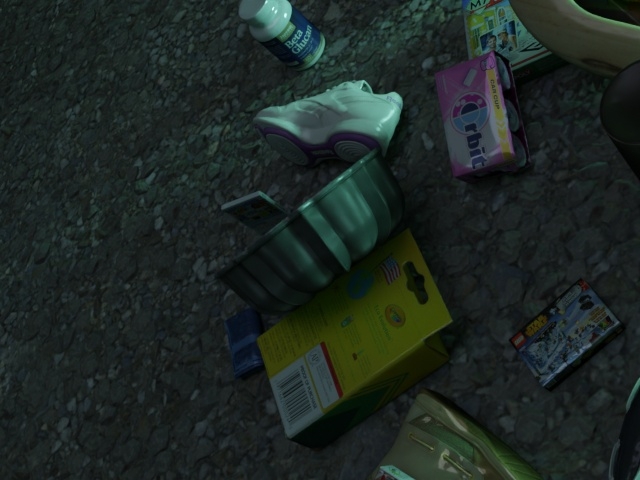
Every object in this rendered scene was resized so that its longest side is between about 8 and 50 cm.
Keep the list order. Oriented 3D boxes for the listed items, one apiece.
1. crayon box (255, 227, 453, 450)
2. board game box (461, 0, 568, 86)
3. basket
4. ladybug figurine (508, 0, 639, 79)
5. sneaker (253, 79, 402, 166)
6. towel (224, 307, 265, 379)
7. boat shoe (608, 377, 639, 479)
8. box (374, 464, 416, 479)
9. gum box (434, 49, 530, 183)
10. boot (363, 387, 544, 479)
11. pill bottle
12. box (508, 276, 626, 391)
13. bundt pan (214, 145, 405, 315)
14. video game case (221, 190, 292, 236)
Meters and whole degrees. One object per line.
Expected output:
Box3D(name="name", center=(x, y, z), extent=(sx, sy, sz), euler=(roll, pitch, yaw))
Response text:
Box3D(name="crayon box", center=(0.063, 0.153, 1.633), extent=(0.318, 0.081, 0.202), euler=(-37, 47, 19))
Box3D(name="board game box", center=(0.382, -0.377, 1.698), extent=(0.317, 0.046, 0.213), euler=(-22, 55, 30))
Box3D(name="basket", center=(0.462, -0.125, 1.356), extent=(0.154, 0.227, 0.204), euler=(-37, 48, 18))
Box3D(name="ladybug figurine", center=(0.465, -0.349, 1.475), extent=(0.449, 0.162, 0.305), euler=(25, 86, 27))
Box3D(name="sneaker", center=(0.017, -0.211, 1.883), extent=(0.305, 0.114, 0.152), euler=(9, 58, 38))
Box3D(name="towel", center=(-0.128, 0.175, 1.817), extent=(0.067, 0.029, 0.119), euler=(-31, 49, 22))
Box3D(name="boat shoe", center=(0.403, 0.290, 1.268), extent=(0.114, 0.091, 0.302), euler=(22, 76, 0))
Box3D(name="box", center=(0.091, 0.414, 1.390), extent=(0.114, 0.036, 0.207), euler=(26, 98, 33))
Box3D(name="gum box", center=(0.253, -0.186, 1.653), extent=(0.107, 0.062, 0.188), euler=(-18, 73, 32))
Box3D(name="boot", center=(0.174, 0.348, 1.421), extent=(0.262, 0.095, 0.203), euler=(38, 97, 39))
Box3D(name="pill bottle", center=(-0.075, -0.402, 2.006), extent=(0.094, 0.169, 0.094), euler=(-20, 55, 31))
Box3D(name="box", center=(0.337, 0.129, 1.455), extent=(0.137, 0.027, 0.094), euler=(-43, 47, 13))
Box3D(name="bundt pan", center=(0.000, 0.000, 1.653), extent=(0.331, 0.331, 0.124), euler=(-38, 91, 17))
Box3D(name="video game case", center=(-0.102, -0.045, 1.856), extent=(0.087, 0.122, 0.011), euler=(-19, 56, 31))
